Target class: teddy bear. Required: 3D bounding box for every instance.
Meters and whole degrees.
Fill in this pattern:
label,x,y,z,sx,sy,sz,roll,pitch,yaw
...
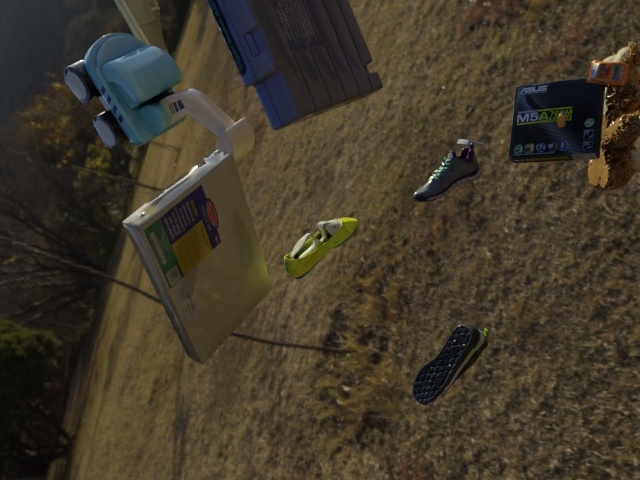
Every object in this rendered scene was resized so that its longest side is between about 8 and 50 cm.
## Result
label,x,y,z,sx,sy,sz,roll,pitch,yaw
teddy bear,0.705,-0.286,1.334,0.245,0.113,0.338,76,-165,-79

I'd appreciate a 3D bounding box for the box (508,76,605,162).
label,x,y,z,sx,sy,sz,roll,pitch,yaw
box,0.531,-0.269,1.288,0.190,0.045,0.184,3,78,35

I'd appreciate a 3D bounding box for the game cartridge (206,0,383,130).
label,x,y,z,sx,sy,sz,roll,pitch,yaw
game cartridge,-0.058,-0.322,0.685,0.068,0.230,0.355,-16,102,41

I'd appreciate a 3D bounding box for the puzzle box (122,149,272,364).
label,x,y,z,sx,sy,sz,roll,pitch,yaw
puzzle box,-0.244,0.042,1.250,0.052,0.272,0.409,18,137,31

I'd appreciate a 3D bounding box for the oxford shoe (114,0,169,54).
label,x,y,z,sx,sy,sz,roll,pitch,yaw
oxford shoe,-0.559,-0.741,1.760,0.130,0.450,0.169,-26,26,-2

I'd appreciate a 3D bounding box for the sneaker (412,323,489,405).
label,x,y,z,sx,sy,sz,roll,pitch,yaw
sneaker,0.318,0.303,1.351,0.235,0.097,0.084,-53,39,11

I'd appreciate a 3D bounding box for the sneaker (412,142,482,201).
label,x,y,z,sx,sy,sz,roll,pitch,yaw
sneaker,0.332,-0.184,1.544,0.083,0.223,0.098,22,136,59

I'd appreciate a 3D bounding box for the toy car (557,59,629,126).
label,x,y,z,sx,sy,sz,roll,pitch,yaw
toy car,0.411,-0.218,0.863,0.060,0.040,0.122,33,111,21

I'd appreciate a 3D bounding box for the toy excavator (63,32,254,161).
label,x,y,z,sx,sy,sz,roll,pitch,yaw
toy excavator,-0.418,-0.368,1.515,0.445,0.433,0.222,-8,27,49

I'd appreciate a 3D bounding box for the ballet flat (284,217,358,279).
label,x,y,z,sx,sy,sz,roll,pitch,yaw
ballet flat,0.000,0.000,1.413,0.231,0.077,0.077,-41,32,-18

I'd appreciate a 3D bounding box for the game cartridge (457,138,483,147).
label,x,y,z,sx,sy,sz,roll,pitch,yaw
game cartridge,0.430,-0.281,1.653,0.083,0.055,0.017,-131,48,-76
